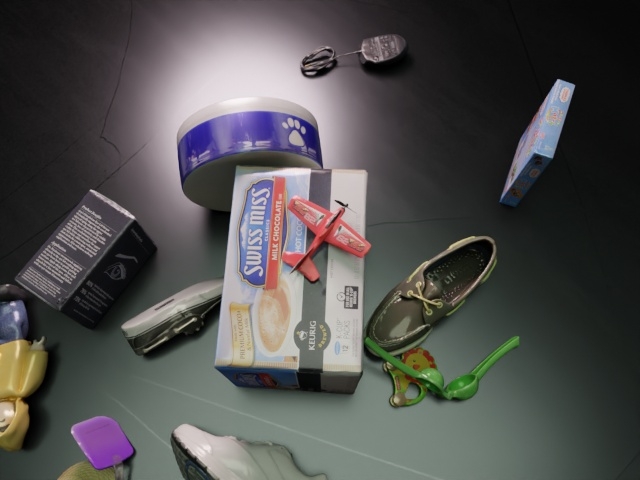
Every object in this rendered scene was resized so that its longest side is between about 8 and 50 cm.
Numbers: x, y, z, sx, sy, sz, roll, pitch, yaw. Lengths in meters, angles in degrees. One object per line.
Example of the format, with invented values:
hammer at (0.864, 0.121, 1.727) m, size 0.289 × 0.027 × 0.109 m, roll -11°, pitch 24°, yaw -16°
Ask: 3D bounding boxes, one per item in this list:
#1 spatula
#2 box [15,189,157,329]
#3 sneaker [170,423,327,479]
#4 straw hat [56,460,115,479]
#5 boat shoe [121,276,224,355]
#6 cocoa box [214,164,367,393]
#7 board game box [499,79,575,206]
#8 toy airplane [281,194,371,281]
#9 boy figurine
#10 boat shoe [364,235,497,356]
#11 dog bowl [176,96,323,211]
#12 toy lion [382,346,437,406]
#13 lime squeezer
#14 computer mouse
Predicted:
spatula at (-0.326, 0.433, 1.018) m, size 0.030 × 0.084 × 0.297 m, roll -36°, pitch 75°, yaw 32°
box at (-0.420, 0.038, 1.110) m, size 0.108 × 0.153 × 0.207 m, roll 31°, pitch 72°, yaw 12°
sneaker at (-0.122, 0.390, 1.013) m, size 0.297 × 0.111 × 0.129 m, roll 25°, pitch 41°, yaw 20°
straw hat at (-0.400, 0.443, 1.007) m, size 0.144 × 0.061 × 0.145 m, roll 0°, pitch 70°, yaw 1°
boat shoe at (-0.252, 0.137, 1.120) m, size 0.219 × 0.078 × 0.070 m, roll -27°, pitch 106°, yaw -13°
cocoa box at (-0.041, 0.073, 1.049) m, size 0.227 × 0.231 × 0.347 m, roll 3°, pitch 70°, yaw 1°
board game box at (0.407, -0.177, 1.149) m, size 0.039 × 0.211 × 0.160 m, roll 21°, pitch 71°, yaw 8°
toy airplane at (0.000, 0.000, 0.937) m, size 0.151 × 0.028 × 0.151 m, roll 0°, pitch 68°, yaw 0°
boy figurine at (-0.576, 0.230, 1.074) m, size 0.177 × 0.092 × 0.285 m, roll -11°, pitch 67°, yaw -6°
boat shoe at (0.202, 0.095, 1.104) m, size 0.305 × 0.091 × 0.109 m, roll -36°, pitch 71°, yaw -16°
dog bowl at (-0.128, -0.150, 1.116) m, size 0.264 × 0.265 × 0.104 m, roll -8°, pitch 71°, yaw -2°
toy lion at (0.166, 0.244, 1.094) m, size 0.096 × 0.034 × 0.100 m, roll -6°, pitch 70°, yaw -10°
lime squeezer at (0.219, 0.225, 1.058) m, size 0.310 × 0.059 × 0.110 m, roll 3°, pitch 99°, yaw -18°
computer mouse at (0.074, -0.403, 1.335) m, size 0.241 × 0.041 × 0.071 m, roll -8°, pitch 71°, yaw 5°
